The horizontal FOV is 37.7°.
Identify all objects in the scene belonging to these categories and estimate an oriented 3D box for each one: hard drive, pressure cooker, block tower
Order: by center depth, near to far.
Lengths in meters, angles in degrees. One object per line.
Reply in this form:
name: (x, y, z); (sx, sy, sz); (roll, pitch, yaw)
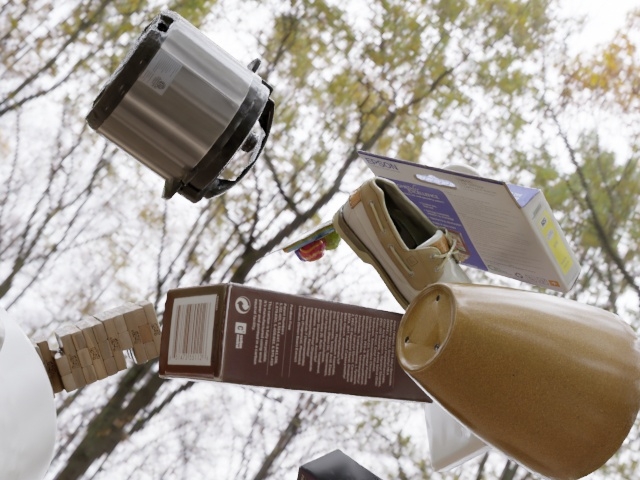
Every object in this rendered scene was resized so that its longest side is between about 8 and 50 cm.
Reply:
block tower: (-0.418, 0.194, 1.476); (0.091, 0.335, 0.097); (3, -69, 66)
hard drive: (0.250, 0.295, 1.714); (0.040, 0.210, 0.318); (-2, -21, -10)
pressure cooker: (-0.331, -0.317, 2.360); (0.420, 0.375, 0.370); (35, -61, -17)

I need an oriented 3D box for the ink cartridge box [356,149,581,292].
ink cartridge box: (0.249, -0.050, 1.566); (0.303, 0.072, 0.307); (18, -26, 43)

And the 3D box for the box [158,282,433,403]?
box: (-0.027, 0.159, 1.394); (0.381, 0.143, 0.191); (10, -11, -34)

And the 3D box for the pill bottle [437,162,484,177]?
pill bottle: (0.257, -0.046, 1.953); (0.131, 0.131, 0.229); (31, -35, 7)

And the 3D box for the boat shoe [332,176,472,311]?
boat shoe: (0.153, 0.031, 1.413); (0.302, 0.113, 0.103); (42, -50, 6)

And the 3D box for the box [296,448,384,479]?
box: (0.039, 0.493, 1.474); (0.184, 0.103, 0.261); (25, -66, 36)

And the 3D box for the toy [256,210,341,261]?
toy: (0.000, 0.000, 1.616); (0.056, 0.137, 0.237); (61, -32, 1)

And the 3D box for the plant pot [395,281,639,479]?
plant pot: (0.229, 0.155, 1.183); (0.254, 0.237, 0.237); (24, -25, -25)

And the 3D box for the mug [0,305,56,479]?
mug: (-0.413, 0.176, 0.810); (0.374, 0.328, 0.276); (-40, -91, 27)
